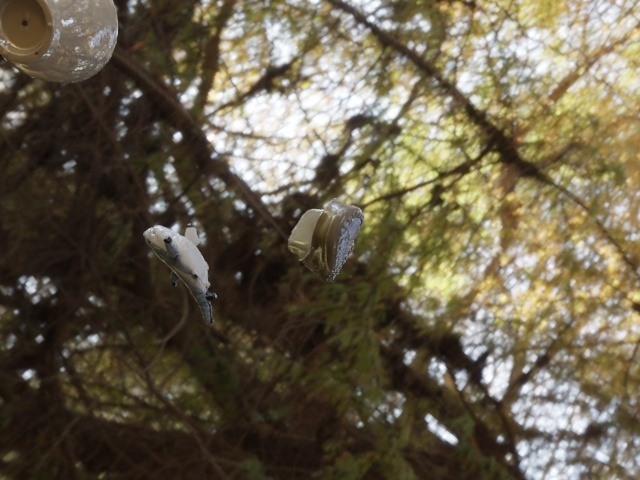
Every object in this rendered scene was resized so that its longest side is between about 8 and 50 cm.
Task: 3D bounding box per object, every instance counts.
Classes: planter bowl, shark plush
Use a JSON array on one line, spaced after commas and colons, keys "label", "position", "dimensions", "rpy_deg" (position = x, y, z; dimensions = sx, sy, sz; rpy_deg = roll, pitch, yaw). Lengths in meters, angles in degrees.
[{"label": "planter bowl", "position": [-0.359, -0.280, 1.123], "dimensions": [0.162, 0.109, 0.162], "rpy_deg": [4, -75, 14]}, {"label": "shark plush", "position": [-0.196, 0.045, 1.282], "dimensions": [0.067, 0.073, 0.161], "rpy_deg": [-25, -71, 28]}]

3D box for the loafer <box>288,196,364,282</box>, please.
[{"label": "loafer", "position": [0.000, 0.000, 0.715], "dimensions": [0.050, 0.056, 0.148], "rpy_deg": [29, -16, 5]}]
